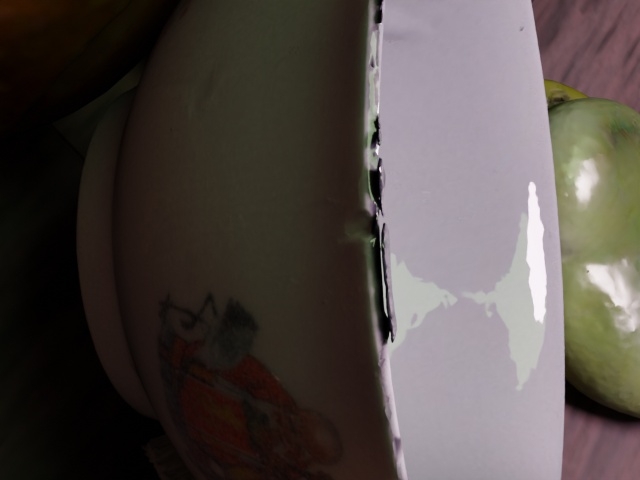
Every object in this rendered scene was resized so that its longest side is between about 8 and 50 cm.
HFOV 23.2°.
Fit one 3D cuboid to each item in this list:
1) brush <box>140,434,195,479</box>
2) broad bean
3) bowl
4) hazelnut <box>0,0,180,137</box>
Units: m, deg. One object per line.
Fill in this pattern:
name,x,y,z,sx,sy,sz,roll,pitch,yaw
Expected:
brush,0.031,0.097,0.767,0.272,0.013,0.103,-23,83,-46
broad bean,0.168,0.004,0.889,0.169,0.100,0.228,-43,108,-39
bowl,0.000,0.000,0.645,0.345,0.157,0.345,-3,90,-72
hazelnut,-0.157,-0.154,0.628,0.234,0.218,0.218,38,47,-27
